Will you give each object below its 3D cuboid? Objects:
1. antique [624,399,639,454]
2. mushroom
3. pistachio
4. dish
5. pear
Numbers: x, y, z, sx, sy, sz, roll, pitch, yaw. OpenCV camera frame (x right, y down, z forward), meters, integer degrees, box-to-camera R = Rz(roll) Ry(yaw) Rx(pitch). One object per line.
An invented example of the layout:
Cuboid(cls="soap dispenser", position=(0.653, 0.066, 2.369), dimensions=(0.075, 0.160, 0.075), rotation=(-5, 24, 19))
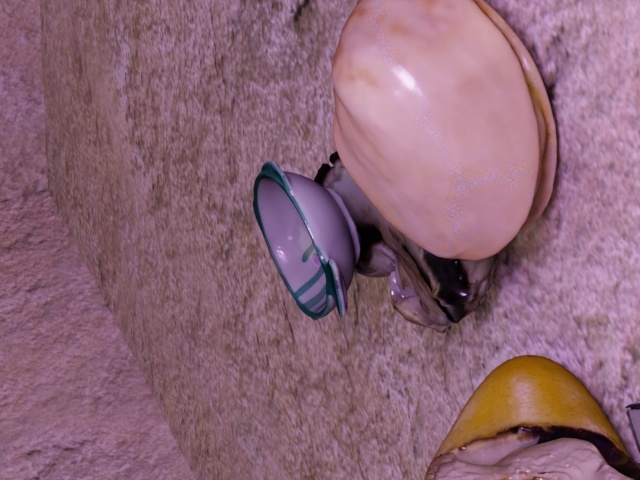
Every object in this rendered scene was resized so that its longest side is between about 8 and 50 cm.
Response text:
Cuboid(cls="antique", position=(0.389, 0.190, 1.791), dimensions=(0.148, 0.152, 0.146), rotation=(72, 161, 1))
Cuboid(cls="mushroom", position=(0.116, -0.011, 2.421), dimensions=(0.248, 0.130, 0.344), rotation=(67, 163, -11))
Cuboid(cls="pistachio", position=(0.131, -0.139, 2.139), dimensions=(0.238, 0.229, 0.321), rotation=(-19, 97, 37))
Cuboid(cls="dish", position=(0.000, 0.000, 2.432), dimensions=(0.246, 0.078, 0.224), rotation=(43, 150, 54))
Cuboid(cls="pear", position=(0.235, 0.217, 2.209), dimensions=(0.267, 0.266, 0.178), rotation=(104, 168, -55))
